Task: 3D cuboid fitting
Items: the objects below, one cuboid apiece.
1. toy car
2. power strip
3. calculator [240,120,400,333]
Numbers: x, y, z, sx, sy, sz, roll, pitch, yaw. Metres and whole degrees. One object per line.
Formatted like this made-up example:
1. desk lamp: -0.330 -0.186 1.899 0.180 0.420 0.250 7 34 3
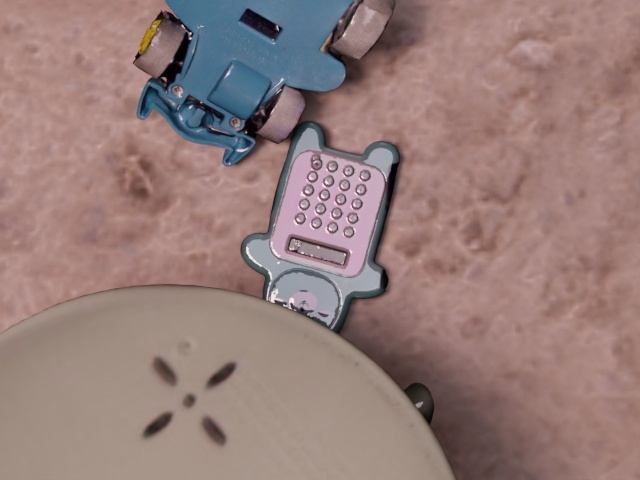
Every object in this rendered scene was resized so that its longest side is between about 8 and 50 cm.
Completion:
1. toy car: -0.039 -0.136 0.962 0.126 0.098 0.161 28 119 -15
2. power strip: -0.075 0.199 0.846 0.358 0.161 0.357 0 65 0
3. calculator: 0.000 0.000 0.969 0.094 0.019 0.141 15 87 4
